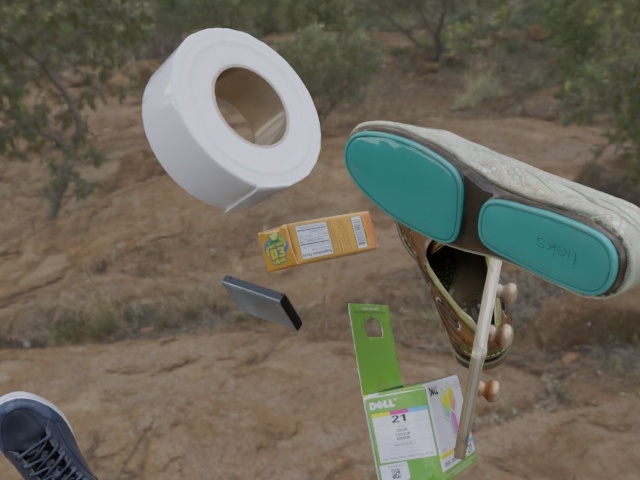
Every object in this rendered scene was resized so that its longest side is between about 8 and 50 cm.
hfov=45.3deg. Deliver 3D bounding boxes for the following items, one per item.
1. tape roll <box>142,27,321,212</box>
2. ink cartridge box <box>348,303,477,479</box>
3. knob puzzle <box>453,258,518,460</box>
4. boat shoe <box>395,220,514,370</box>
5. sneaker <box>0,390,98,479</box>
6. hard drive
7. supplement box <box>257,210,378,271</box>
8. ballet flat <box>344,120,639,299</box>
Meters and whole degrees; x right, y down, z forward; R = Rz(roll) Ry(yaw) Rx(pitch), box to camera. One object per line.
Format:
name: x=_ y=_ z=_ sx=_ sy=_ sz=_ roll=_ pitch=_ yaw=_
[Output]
tape roll: x=-0.136 y=-0.192 z=1.229 sx=0.100 sy=0.286 sz=0.286 roll=-29 pitch=2 yaw=43
ink cartridge box: x=0.133 y=0.208 z=1.100 sx=0.097 sy=0.255 sz=0.189 roll=-15 pitch=-11 yaw=22
knob puzzle: x=0.141 y=0.088 z=0.630 sx=0.030 sy=0.213 sz=0.213 roll=11 pitch=28 yaw=13
boat shoe: x=0.174 y=0.009 z=0.988 sx=0.110 sy=0.104 sz=0.307 roll=-21 pitch=60 yaw=-1
sneaker: x=-0.304 y=0.289 z=0.917 sx=0.086 sy=0.226 sz=0.163 roll=-37 pitch=30 yaw=-21
hard drive: x=-0.103 y=0.110 z=1.365 sx=0.135 sy=0.094 sz=0.022 roll=15 pitch=58 yaw=33
supplement box: x=0.000 y=0.000 z=1.365 sx=0.078 sy=0.080 sz=0.233 roll=-17 pitch=-6 yaw=41
ballet flat: x=0.086 y=-0.020 z=0.385 sx=0.168 sy=0.057 sz=0.052 roll=31 pitch=41 yaw=34
